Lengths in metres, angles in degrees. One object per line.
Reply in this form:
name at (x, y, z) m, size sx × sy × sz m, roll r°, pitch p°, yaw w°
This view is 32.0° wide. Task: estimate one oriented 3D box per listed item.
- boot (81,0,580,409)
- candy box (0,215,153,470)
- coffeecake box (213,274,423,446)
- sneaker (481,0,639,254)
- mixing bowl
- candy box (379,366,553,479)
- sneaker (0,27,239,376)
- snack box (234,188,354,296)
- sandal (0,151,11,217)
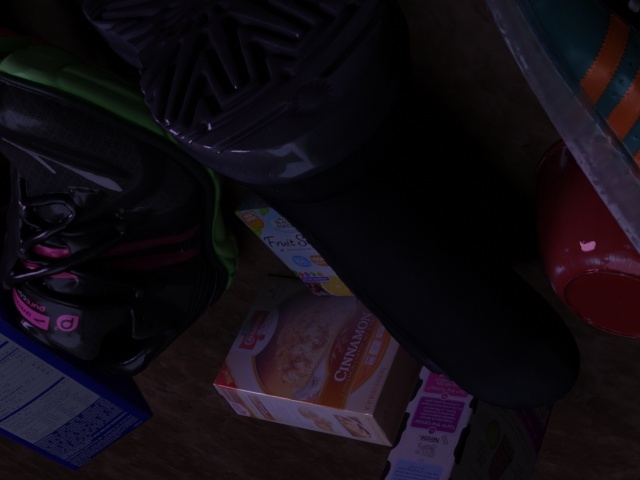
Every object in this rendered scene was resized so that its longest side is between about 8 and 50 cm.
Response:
boot at (0.053, -0.006, 0.787) m, size 0.445 × 0.146 × 0.367 m, roll 51°, pitch 179°, yaw -34°
candy box at (-0.344, 0.074, 1.175) m, size 0.268 × 0.122 × 0.317 m, roll 53°, pitch 179°, yaw 32°
coffeecake box at (0.006, 0.119, 1.147) m, size 0.186 × 0.142 × 0.068 m, roll 6°, pitch 146°, yaw 30°
sneaker at (0.194, -0.106, 0.686) m, size 0.121 × 0.108 × 0.302 m, roll -33°, pitch 110°, yaw 14°
mixing bowl at (0.236, 0.009, 0.835) m, size 0.181 × 0.098 × 0.181 m, roll 19°, pitch 150°, yaw 11°
candy box at (0.145, 0.183, 1.053) m, size 0.071 × 0.233 × 0.159 m, roll 2°, pitch 144°, yaw 34°
sneaker at (-0.192, -0.004, 0.977) m, size 0.185 × 0.202 × 0.483 m, roll 23°, pitch 159°, yaw 21°
snack box at (0.000, 0.000, 1.060) m, size 0.100 × 0.037 × 0.141 m, roll -5°, pitch 139°, yaw 41°
sandal at (-0.332, -0.069, 1.156) m, size 0.102 × 0.076 × 0.265 m, roll -7°, pitch 139°, yaw 44°
